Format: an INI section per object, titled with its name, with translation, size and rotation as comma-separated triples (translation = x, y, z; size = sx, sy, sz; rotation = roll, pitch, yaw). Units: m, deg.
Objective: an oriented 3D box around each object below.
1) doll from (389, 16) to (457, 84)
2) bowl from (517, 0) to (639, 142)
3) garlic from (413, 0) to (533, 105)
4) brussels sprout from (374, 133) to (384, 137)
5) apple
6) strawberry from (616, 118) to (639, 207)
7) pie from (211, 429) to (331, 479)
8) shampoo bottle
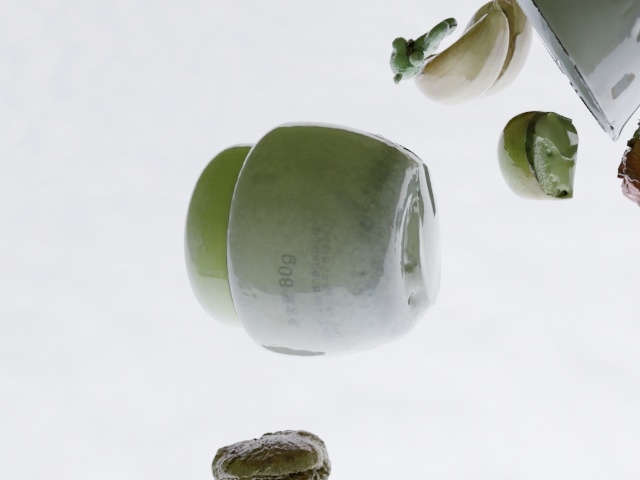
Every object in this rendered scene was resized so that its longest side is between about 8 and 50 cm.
[doll]
translation = 0.180, -0.353, 1.606
size = 0.150, 0.077, 0.115
rotation = -36, -166, 37
[bowl]
translation = 0.184, -0.168, 0.602
size = 0.086, 0.189, 0.189
rotation = -34, -142, 16
[garlic]
translation = 0.368, -0.448, 2.133
size = 0.313, 0.286, 0.249
rotation = -29, -118, 30
[brussels sprout]
translation = 0.079, -0.156, 1.525
size = 0.051, 0.046, 0.083
rotation = -31, -161, -33
[apple]
translation = 0.466, -0.178, 1.905
size = 0.174, 0.207, 0.188
rotation = 8, -89, 25
[strawberry]
translation = 0.624, -0.115, 1.446
size = 0.280, 0.150, 0.253
rotation = 15, -120, 10
[pie]
translation = -0.080, 0.358, 1.441
size = 0.194, 0.079, 0.163
rotation = -8, -163, -11
[shampoo bottle]
translation = 0.000, 0.000, 1.208
size = 0.317, 0.322, 0.322
rotation = 4, -135, 25
